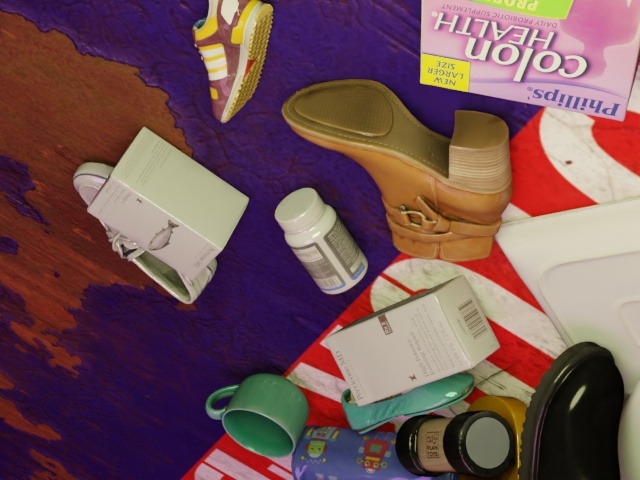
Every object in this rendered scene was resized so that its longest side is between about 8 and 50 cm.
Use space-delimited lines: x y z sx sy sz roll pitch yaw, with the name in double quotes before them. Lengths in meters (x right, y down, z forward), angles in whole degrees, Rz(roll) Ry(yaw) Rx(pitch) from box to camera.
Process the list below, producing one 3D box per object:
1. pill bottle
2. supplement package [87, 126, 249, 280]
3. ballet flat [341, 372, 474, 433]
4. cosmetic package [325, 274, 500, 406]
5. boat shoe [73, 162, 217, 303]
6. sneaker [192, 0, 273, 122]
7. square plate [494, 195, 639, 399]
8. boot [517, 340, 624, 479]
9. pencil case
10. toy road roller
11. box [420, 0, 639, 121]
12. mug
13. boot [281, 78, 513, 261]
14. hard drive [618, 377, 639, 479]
"pill bottle" 0.000 0.000 1.525 0.078 0.078 0.137 -9 129 35
"supplement package" -0.209 -0.049 1.561 0.179 0.105 0.105 34 140 -11
"ballet flat" 0.118 0.227 1.718 0.247 0.083 0.087 -27 100 42
"cosmetic package" 0.125 0.143 1.584 0.231 0.085 0.117 -29 88 43
"boat shoe" -0.261 -0.009 1.649 0.258 0.084 0.095 39 139 -17
"sneaker" -0.114 -0.226 1.353 0.084 0.069 0.185 30 135 8
"square plate" 0.432 0.085 1.413 0.344 0.049 0.347 -12 129 37
"boot" 0.375 0.324 1.401 0.260 0.131 0.348 24 108 49
"pencil case" 0.108 0.373 1.851 0.306 0.119 0.133 1 146 27
"toy road roller" 0.259 0.392 1.646 0.240 0.330 0.202 6 167 -23
"box" 0.214 -0.259 1.092 0.213 0.117 0.243 13 140 15
"mug" -0.095 0.273 1.863 0.157 0.097 0.129 35 141 -9
"boot" 0.094 -0.079 1.386 0.283 0.109 0.220 8 142 9
"hard drive" 0.459 0.303 1.445 0.047 0.233 0.353 -14 143 -17
